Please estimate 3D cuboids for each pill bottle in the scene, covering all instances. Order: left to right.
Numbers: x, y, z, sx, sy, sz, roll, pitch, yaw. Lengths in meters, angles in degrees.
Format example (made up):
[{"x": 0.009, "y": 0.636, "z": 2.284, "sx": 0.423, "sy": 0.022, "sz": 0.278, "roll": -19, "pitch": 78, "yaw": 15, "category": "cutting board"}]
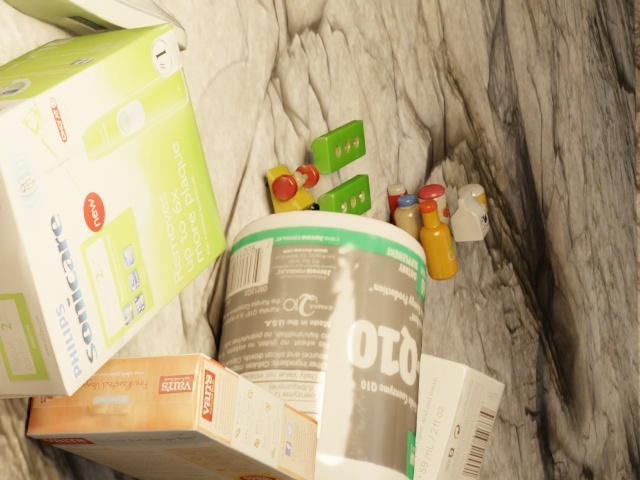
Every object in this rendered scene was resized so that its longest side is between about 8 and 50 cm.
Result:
[{"x": -0.005, "y": 0.170, "z": 1.447, "sx": 0.204, "sy": 0.204, "sz": 0.361, "roll": 43, "pitch": 47, "yaw": -58, "category": "pill bottle"}]

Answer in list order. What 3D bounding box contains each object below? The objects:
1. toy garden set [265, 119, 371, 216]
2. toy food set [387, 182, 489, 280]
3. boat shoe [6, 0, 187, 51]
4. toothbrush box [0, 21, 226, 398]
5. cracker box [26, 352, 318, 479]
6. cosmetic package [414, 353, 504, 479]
[{"x": 0.000, "y": 0.000, "z": 1.690, "sx": 0.204, "sy": 0.049, "sz": 0.244, "roll": -33, "pitch": 120, "yaw": -61, "category": "toy garden set"}, {"x": 0.155, "y": -0.042, "z": 1.976, "sx": 0.232, "sy": 0.111, "sz": 0.104, "roll": -50, "pitch": 132, "yaw": -55, "category": "toy food set"}, {"x": -0.183, "y": -0.217, "z": 1.255, "sx": 0.227, "sy": 0.079, "sz": 0.081, "roll": 17, "pitch": 75, "yaw": -62, "category": "boat shoe"}, {"x": -0.200, "y": -0.031, "z": 1.132, "sx": 0.283, "sy": 0.122, "sz": 0.206, "roll": -45, "pitch": 126, "yaw": -59, "category": "toothbrush box"}, {"x": -0.118, "y": 0.158, "z": 1.243, "sx": 0.232, "sy": 0.156, "sz": 0.067, "roll": 40, "pitch": 50, "yaw": -60, "category": "cracker box"}, {"x": 0.084, "y": 0.198, "z": 1.639, "sx": 0.151, "sy": 0.184, "sz": 0.151, "roll": 30, "pitch": 75, "yaw": -64, "category": "cosmetic package"}]
